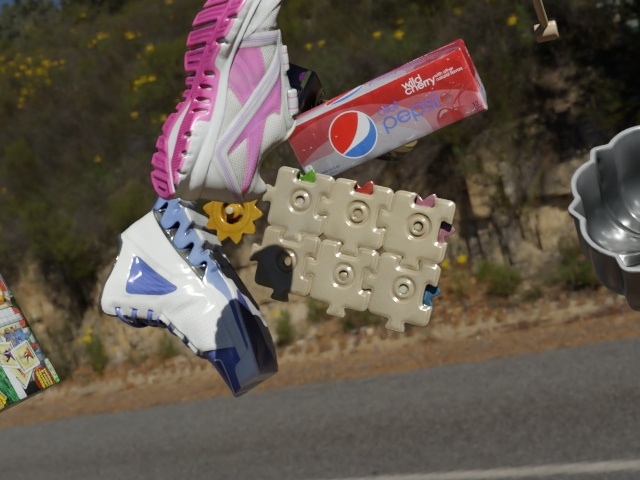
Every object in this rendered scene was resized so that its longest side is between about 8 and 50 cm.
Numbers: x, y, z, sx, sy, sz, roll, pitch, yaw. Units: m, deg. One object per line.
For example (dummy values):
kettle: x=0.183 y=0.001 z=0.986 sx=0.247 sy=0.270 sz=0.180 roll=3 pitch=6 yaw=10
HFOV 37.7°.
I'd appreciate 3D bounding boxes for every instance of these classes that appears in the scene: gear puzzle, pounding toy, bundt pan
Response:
gear puzzle: x=0.000 y=0.000 z=1.203 sx=0.338 sy=0.176 sz=0.044 roll=13 pitch=2 yaw=19
pounding toy: x=0.362 y=-0.409 z=1.417 sx=0.094 sy=0.206 sz=0.181 roll=-6 pitch=22 yaw=16
bundt pan: x=0.496 y=-0.017 z=1.229 sx=0.330 sy=0.124 sz=0.331 roll=-9 pitch=43 yaw=8

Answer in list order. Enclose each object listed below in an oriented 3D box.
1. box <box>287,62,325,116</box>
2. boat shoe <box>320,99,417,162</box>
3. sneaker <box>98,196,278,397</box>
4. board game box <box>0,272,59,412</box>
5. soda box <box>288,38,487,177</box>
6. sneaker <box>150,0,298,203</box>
box: x=-0.033 y=-0.215 z=1.381 sx=0.052 sy=0.062 sz=0.083 roll=22 pitch=-8 yaw=14
boat shoe: x=0.050 y=-0.177 z=1.583 sx=0.223 sy=0.073 sz=0.080 roll=12 pitch=45 yaw=-11
sneaker: x=-0.200 y=0.094 z=1.322 sx=0.182 sy=0.316 sz=0.127 roll=-32 pitch=-16 yaw=8
board game box: x=-0.378 y=0.057 z=0.990 sx=0.030 sy=0.260 sz=0.136 roll=-30 pitch=-1 yaw=16
soda box: x=0.088 y=-0.173 z=1.269 sx=0.263 sy=0.092 sz=0.083 roll=-23 pitch=15 yaw=16
sneaker: x=-0.074 y=-0.148 z=0.912 sx=0.111 sy=0.252 sz=0.103 roll=18 pitch=4 yaw=-30
